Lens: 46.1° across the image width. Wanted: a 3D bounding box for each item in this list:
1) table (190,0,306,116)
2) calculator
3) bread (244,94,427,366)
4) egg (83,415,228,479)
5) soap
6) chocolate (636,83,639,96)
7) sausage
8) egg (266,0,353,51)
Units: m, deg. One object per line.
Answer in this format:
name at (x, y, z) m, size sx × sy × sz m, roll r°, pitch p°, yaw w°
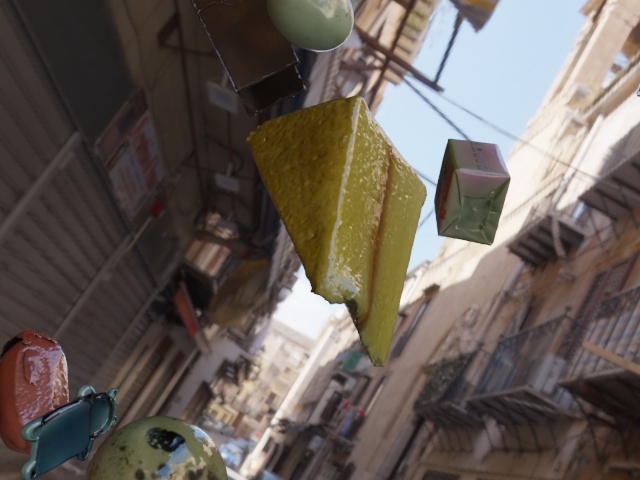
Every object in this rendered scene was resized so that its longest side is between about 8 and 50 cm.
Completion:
table at (-0.179, -0.518, 1.995) m, size 0.250 × 0.196 × 0.282 m, roll 66°, pitch -2°, yaw -83°
calculator at (-0.276, 0.209, 0.839) m, size 0.019 × 0.094 × 0.141 m, roll 15°, pitch 18°, yaw 25°
bread at (0.000, 0.000, 1.110) m, size 0.245 × 0.362 × 0.233 m, roll -13°, pitch -44°, yaw 32°
egg at (-0.204, 0.326, 0.933) m, size 0.177 × 0.177 × 0.228 m, roll 24°, pitch -60°, yaw 25°
soap at (0.347, -0.118, 1.748) m, size 0.138 × 0.199 × 0.182 m, roll 9°, pitch -61°, yaw 0°
chocolate at (0.605, -0.245, 1.087) m, size 0.237 × 0.108 × 0.235 m, roll 10°, pitch 7°, yaw 13°
sausage at (-0.617, 0.323, 1.611) m, size 0.152 × 0.152 × 0.280 m, roll 53°, pitch 16°, yaw -53°
egg at (-0.020, -0.448, 1.454) m, size 0.192 × 0.149 × 0.149 m, roll 48°, pitch -10°, yaw 19°
